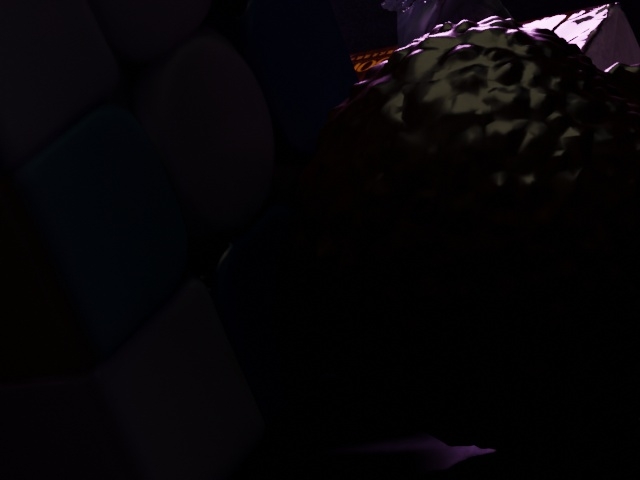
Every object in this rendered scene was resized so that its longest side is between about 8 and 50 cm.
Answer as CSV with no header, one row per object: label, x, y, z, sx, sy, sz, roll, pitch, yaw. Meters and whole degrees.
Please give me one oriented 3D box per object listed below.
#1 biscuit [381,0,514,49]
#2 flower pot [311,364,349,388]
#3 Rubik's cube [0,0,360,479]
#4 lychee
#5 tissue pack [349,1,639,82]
biscuit,0.151,-0.071,1.410,0.079,0.309,0.186,-37,8,-7
flower pot,0.000,0.000,1.465,0.189,0.239,0.209,-9,-26,6
Rubik's cube,-0.194,-0.039,1.157,0.344,0.347,0.347,-6,25,34
lychee,0.115,0.001,1.085,0.260,0.261,0.260,-11,5,1
tissue pack,0.167,-0.101,1.977,0.370,0.210,0.198,-8,28,36
